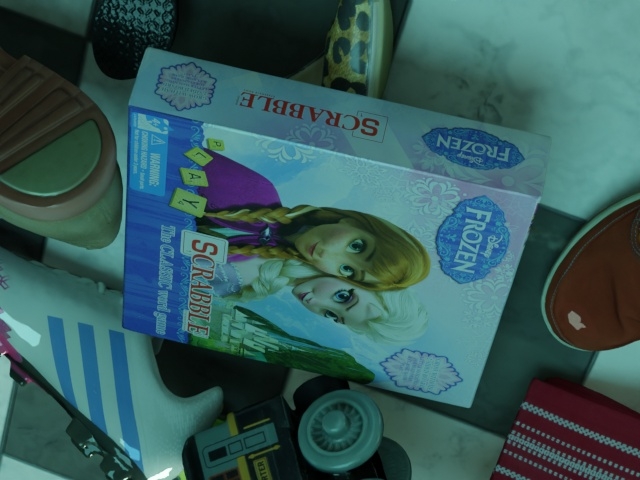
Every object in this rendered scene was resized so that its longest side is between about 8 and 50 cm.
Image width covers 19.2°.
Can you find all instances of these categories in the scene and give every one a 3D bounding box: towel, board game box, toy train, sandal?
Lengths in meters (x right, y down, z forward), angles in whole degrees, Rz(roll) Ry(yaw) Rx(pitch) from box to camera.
[{"bbox_3d":[0.218,0.267,1.601,0.198,0.275,0.031,20,173,30],"label":"towel"},{"bbox_3d":[0.000,0.000,1.534,0.318,0.066,0.319,12,145,2],"label":"board game box"},{"bbox_3d":[0.000,0.275,1.603,0.190,0.334,0.142,-21,146,7],"label":"toy train"},{"bbox_3d":[-0.140,-0.214,1.531,0.067,0.040,0.179,15,112,0],"label":"sandal"}]

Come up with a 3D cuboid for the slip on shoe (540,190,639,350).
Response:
[{"bbox_3d":[0.292,0.019,1.492,0.123,0.101,0.331,43,139,-17],"label":"slip on shoe"}]

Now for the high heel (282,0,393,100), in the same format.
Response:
[{"bbox_3d":[-0.042,-0.126,1.521,0.186,0.093,0.261,14,131,6],"label":"high heel"}]

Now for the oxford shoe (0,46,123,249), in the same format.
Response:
[{"bbox_3d":[-0.314,-0.123,1.539,0.397,0.140,0.146,43,165,22],"label":"oxford shoe"}]

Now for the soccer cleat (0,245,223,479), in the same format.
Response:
[{"bbox_3d":[-0.227,0.079,1.722,0.331,0.143,0.116,45,167,5],"label":"soccer cleat"}]

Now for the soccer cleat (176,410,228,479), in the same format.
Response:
[{"bbox_3d":[-0.064,0.275,1.803,0.289,0.093,0.121,46,136,-13],"label":"soccer cleat"}]
